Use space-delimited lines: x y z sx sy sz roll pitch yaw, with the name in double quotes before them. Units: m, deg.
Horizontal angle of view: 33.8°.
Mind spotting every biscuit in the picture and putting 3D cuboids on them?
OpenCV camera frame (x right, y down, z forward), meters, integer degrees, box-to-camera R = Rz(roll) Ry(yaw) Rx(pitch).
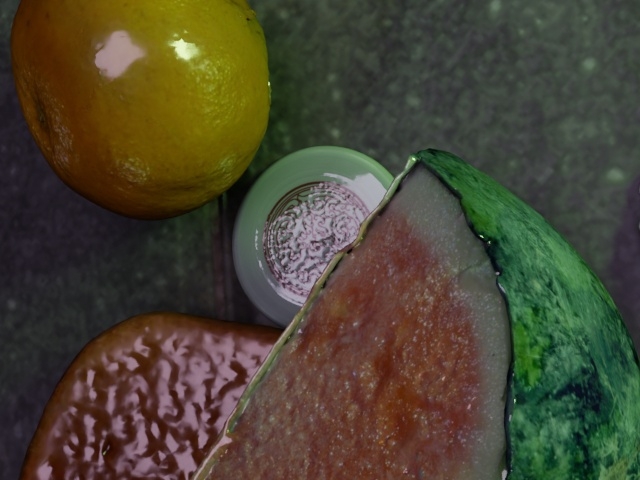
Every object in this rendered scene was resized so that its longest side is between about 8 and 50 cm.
"biscuit" -0.042 0.177 0.570 0.277 0.052 0.262 9 85 17

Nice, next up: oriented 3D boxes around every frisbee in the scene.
"frisbee" 0.000 0.000 0.598 0.110 0.014 0.110 -2 83 17

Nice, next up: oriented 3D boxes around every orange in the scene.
"orange" -0.093 -0.089 0.571 0.134 0.154 0.154 -31 72 -24

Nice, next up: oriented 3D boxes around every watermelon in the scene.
"watermelon" 0.027 0.107 0.466 0.226 0.148 0.318 -4 80 22

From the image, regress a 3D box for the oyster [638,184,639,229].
"oyster" 0.214 -0.026 0.531 0.100 0.037 0.098 1 64 38
